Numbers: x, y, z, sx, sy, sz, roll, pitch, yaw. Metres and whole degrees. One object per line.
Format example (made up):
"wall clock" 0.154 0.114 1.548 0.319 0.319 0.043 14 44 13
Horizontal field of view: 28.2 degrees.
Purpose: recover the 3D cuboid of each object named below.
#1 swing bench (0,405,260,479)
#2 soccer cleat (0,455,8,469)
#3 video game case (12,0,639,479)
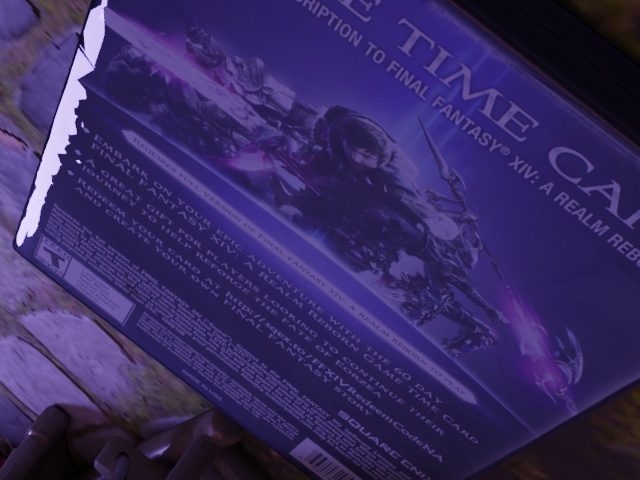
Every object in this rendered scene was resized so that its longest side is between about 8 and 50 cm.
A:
"swing bench" -0.140 0.222 0.621 0.255 0.253 0.165 -7 128 47
"soccer cleat" -0.301 0.239 0.847 0.331 0.116 0.143 -22 113 22
"video game case" 0.000 0.000 0.415 0.196 0.026 0.274 38 147 -1
